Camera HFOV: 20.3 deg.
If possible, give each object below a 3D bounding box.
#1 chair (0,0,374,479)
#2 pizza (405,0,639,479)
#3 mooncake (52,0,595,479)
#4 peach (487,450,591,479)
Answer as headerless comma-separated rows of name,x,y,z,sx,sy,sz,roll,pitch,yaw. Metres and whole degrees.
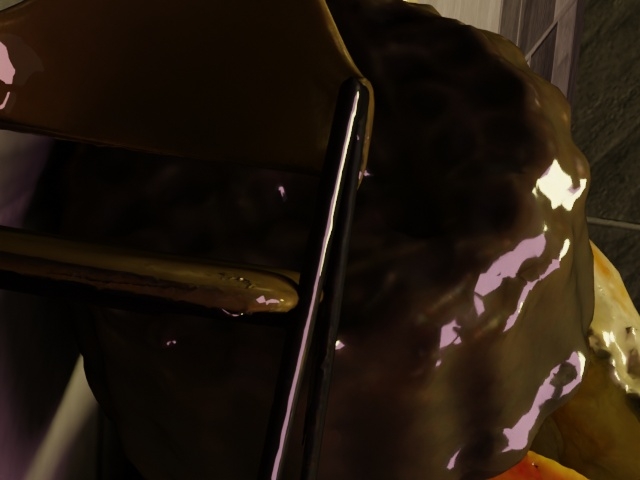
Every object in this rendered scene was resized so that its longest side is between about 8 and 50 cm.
chair,-0.072,0.013,0.571,0.172,0.158,0.247,-10,109,-80
pizza,0.079,0.025,1.097,0.392,0.080,0.435,69,-21,6
mooncake,0.000,0.000,0.738,0.124,0.228,0.228,72,28,-49
peach,0.036,0.180,0.872,0.248,0.274,0.245,-56,163,-76
